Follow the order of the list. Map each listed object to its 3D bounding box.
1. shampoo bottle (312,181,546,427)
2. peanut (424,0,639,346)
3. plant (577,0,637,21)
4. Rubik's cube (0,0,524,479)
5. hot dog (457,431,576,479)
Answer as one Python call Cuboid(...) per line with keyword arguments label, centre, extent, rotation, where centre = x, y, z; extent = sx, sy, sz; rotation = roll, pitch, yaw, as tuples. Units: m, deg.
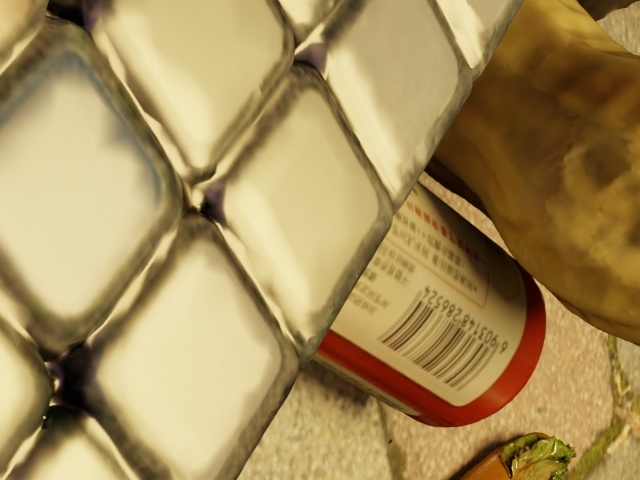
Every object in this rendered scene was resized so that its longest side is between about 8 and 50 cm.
Cuboid(label="shampoo bottle", centre=(0.000, 0.000, 0.748), extent=(0.278, 0.104, 0.104), rotation=(35, 62, -46))
Cuboid(label="peanut", centre=(0.124, -0.052, 0.780), extent=(0.149, 0.313, 0.149), rotation=(-31, 146, -24))
Cuboid(label="plant", centre=(0.151, -0.242, 0.886), extent=(0.234, 0.204, 0.178), rotation=(-53, 139, -31))
Cuboid(label="Rubik's cube", centre=(-0.159, -0.083, 0.405), extent=(0.287, 0.292, 0.293), rotation=(-57, 132, -35))
Cuboid(label="hot dog", centre=(0.117, 0.149, 0.940), extent=(0.133, 0.041, 0.056), rotation=(-27, 110, -49))
